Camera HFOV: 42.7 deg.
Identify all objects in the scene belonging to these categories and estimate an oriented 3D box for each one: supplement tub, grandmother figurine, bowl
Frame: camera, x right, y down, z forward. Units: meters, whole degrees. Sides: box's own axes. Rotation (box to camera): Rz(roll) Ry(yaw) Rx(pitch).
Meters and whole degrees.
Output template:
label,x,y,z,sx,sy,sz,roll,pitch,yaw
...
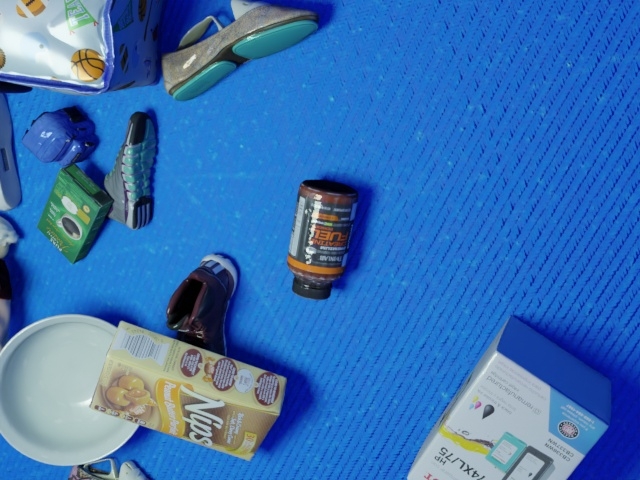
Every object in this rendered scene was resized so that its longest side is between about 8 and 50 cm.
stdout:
label,x,y,z,sx,sy,sz,roll,pitch,yaw
supplement tub,0.000,0.000,1.419,0.106,0.106,0.198,14,106,16
grandmother figurine,-0.655,0.117,1.637,0.207,0.104,0.343,-19,73,63
bowl,-0.483,0.275,1.603,0.297,0.134,0.298,-2,99,-11

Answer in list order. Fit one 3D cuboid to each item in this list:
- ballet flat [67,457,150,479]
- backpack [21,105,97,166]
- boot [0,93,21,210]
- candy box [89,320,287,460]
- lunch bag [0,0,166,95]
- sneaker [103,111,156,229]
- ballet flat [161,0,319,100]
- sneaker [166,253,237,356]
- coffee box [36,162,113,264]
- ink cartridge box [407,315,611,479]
label,x,y,z,sx,sy,sz,roll,pitch,yaw
ballet flat,-0.425,0.492,1.694,0.221,0.077,0.079,2,82,19
backpack,-0.488,-0.194,1.542,0.101,0.120,0.098,42,110,7
boot,-0.682,-0.183,1.624,0.123,0.095,0.259,-1,102,13
candy box,-0.240,0.276,1.481,0.316,0.088,0.183,21,134,-8
lunch bag,-0.483,-0.357,1.356,0.385,0.328,0.239,8,102,0
sneaker,-0.370,-0.134,1.536,0.098,0.083,0.224,13,106,21
ballet flat,-0.152,-0.349,1.405,0.315,0.107,0.106,-22,80,21
sneaker,-0.242,0.170,1.507,0.106,0.162,0.282,14,105,16
coffee box,-0.477,-0.050,1.581,0.113,0.040,0.184,43,130,7
ink cartridge box,0.306,0.305,1.324,0.198,0.197,0.270,33,110,11
